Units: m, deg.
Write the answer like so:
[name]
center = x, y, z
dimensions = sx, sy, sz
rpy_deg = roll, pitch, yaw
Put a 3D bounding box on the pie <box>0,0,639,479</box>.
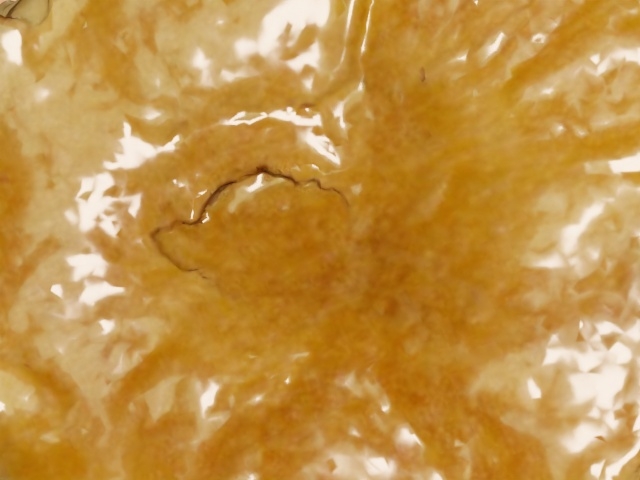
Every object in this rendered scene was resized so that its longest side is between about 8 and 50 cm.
[pie]
center = 0.000, 0.000, 0.596
dimensions = 0.339, 0.083, 0.339
rpy_deg = -1, 78, 5
